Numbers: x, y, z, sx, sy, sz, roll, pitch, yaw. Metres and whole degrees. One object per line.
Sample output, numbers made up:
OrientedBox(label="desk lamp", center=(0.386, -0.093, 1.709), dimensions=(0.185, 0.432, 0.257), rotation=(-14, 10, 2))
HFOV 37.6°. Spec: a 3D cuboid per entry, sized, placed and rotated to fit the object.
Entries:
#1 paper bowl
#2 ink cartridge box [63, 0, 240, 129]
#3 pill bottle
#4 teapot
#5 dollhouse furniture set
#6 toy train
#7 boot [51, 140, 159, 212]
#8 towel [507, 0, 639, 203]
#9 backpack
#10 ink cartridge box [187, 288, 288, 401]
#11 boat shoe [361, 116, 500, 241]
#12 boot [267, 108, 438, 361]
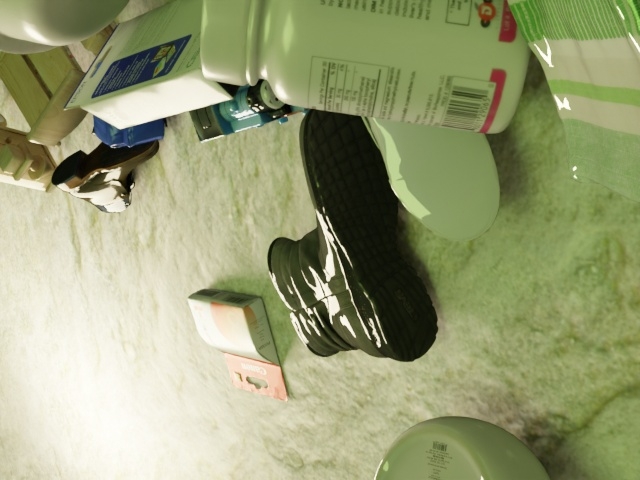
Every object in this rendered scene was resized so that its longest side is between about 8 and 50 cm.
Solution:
OrientedBox(label="paper bowl", center=(-0.335, -0.361, 1.182), dimensions=(0.148, 0.284, 0.284), rotation=(40, 137, 17))
OrientedBox(label="ink cartridge box", center=(-0.192, -0.234, 1.196), dimensions=(0.333, 0.165, 0.065), rotation=(-1, 146, 48))
OrientedBox(label="pill bottle", center=(0.041, -0.195, 0.861), dimensions=(0.283, 0.160, 0.160), rotation=(8, 127, 0))
OrientedBox(label="teapot", center=(0.189, 0.329, 1.108), dimensions=(0.252, 0.187, 0.256), rotation=(-53, 43, 29))
OrientedBox(label="dollhouse furniture set", center=(-0.452, -0.268, 1.563), dimensions=(0.355, 0.174, 0.303), rotation=(-49, 58, 20))
OrientedBox(label="toy train", center=(-0.080, -0.173, 1.155), dimensions=(0.184, 0.105, 0.080), rotation=(-6, 107, 49))
OrientedBox(label="boot", center=(-0.315, -0.109, 1.496), dimensions=(0.219, 0.082, 0.106), rotation=(-14, 140, 32))
OrientedBox(label="towel", center=(0.162, -0.179, 0.655), dimensions=(0.248, 0.038, 0.324), rotation=(-98, -15, -79))
OrientedBox(label="backpack", center=(-0.269, -0.202, 1.353), dimensions=(0.101, 0.098, 0.120), rotation=(26, 126, 40))
OrientedBox(label="ink cartridge box", center=(-0.130, 0.167, 1.462), dimensions=(0.145, 0.045, 0.179), rotation=(5, 113, 47))
OrientedBox(label="boat shoe", center=(0.093, -0.133, 0.997), dimensions=(0.108, 0.102, 0.301), rotation=(-36, 82, 12))
OrientedBox(label="boot", center=(0.000, 0.000, 1.171), dimensions=(0.223, 0.118, 0.338), rotation=(-3, 105, 54))
